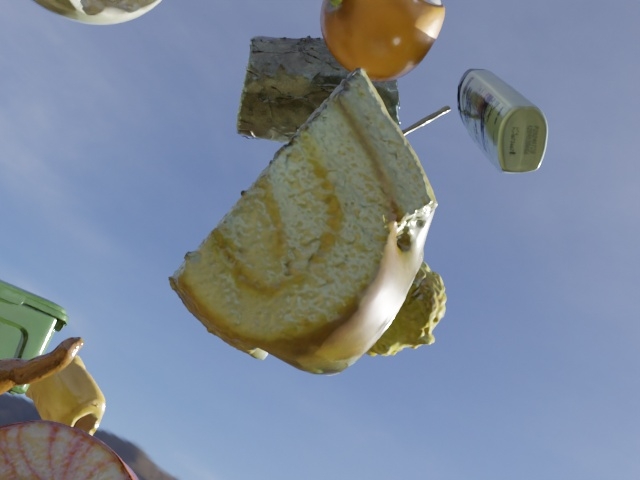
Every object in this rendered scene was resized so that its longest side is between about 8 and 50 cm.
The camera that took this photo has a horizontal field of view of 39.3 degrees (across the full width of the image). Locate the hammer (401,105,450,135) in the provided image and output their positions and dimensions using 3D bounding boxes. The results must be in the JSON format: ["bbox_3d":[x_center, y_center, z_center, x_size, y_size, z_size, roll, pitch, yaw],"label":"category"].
[{"bbox_3d":[0.187,-0.221,1.735,0.062,0.199,0.013,11,-56,48],"label":"hammer"}]

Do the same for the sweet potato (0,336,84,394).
[{"bbox_3d":[-0.324,0.138,0.904,0.044,0.179,0.044,165,-90,-78],"label":"sweet potato"}]

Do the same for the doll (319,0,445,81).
[{"bbox_3d":[0.072,-0.370,1.456,0.236,0.213,0.213,13,-12,-33],"label":"doll"}]

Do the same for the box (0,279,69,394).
[{"bbox_3d":[-0.627,0.140,1.515,0.253,0.177,0.329,-7,-27,44],"label":"box"}]

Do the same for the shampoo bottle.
[{"bbox_3d":[0.299,-0.203,1.536,0.078,0.359,0.134,-1,-70,-3],"label":"shampoo bottle"}]

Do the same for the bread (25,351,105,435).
[{"bbox_3d":[-0.500,0.311,1.752,0.085,0.134,0.173,23,15,-50],"label":"bread"}]

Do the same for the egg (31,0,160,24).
[{"bbox_3d":[-0.357,-0.475,1.312,0.336,0.278,0.278,45,-16,37],"label":"egg"}]

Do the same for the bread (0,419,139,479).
[{"bbox_3d":[-0.369,0.378,1.096,0.295,0.328,0.114,52,-17,26],"label":"bread"}]

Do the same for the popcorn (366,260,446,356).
[{"bbox_3d":[0.130,0.119,1.848,0.266,0.233,0.192,6,3,19],"label":"popcorn"}]

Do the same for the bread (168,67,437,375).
[{"bbox_3d":[0.009,-0.003,1.202,0.264,0.395,0.239,41,-14,0],"label":"bread"}]

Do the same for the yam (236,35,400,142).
[{"bbox_3d":[0.000,-0.299,1.864,0.348,0.240,0.241,5,-24,-10],"label":"yam"}]
